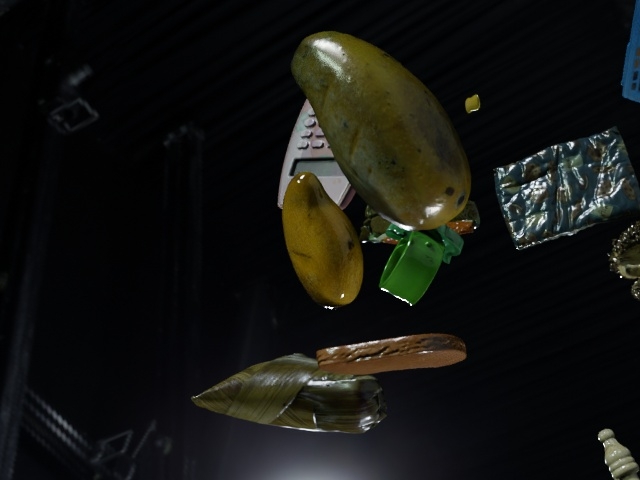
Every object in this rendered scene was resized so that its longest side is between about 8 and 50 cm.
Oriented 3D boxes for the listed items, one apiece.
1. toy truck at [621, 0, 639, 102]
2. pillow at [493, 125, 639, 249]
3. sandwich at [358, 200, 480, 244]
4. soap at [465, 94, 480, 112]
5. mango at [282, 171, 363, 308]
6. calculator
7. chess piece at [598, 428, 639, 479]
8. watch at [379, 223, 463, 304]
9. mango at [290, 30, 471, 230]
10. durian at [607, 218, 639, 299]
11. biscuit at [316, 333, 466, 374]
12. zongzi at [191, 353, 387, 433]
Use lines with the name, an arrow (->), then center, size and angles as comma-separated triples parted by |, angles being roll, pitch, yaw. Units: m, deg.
toy truck -> 0.703, -0.453, 1.677 | 0.161, 0.162, 0.385 | -47, -36, -43
pillow -> 0.465, -0.098, 1.629 | 0.034, 0.255, 0.189 | 40, -144, -59
sandwich -> 0.256, -0.061, 2.028 | 0.212, 0.292, 0.109 | 10, -108, -41
soap -> 0.329, -0.295, 1.853 | 0.089, 0.012, 0.034 | -163, 66, -82
mango -> 0.004, 0.000, 1.606 | 0.108, 0.157, 0.262 | -12, -93, -34
calculator -> 0.027, -0.211, 1.770 | 0.048, 0.220, 0.330 | 29, -109, -45
chess piece -> 0.323, 0.244, 0.912 | 0.035, 0.035, 0.092 | 34, -152, -54
watch -> 0.169, 0.042, 1.532 | 0.131, 0.165, 0.152 | 27, -112, -6
mango -> 0.087, -0.163, 1.207 | 0.175, 0.176, 0.330 | -20, -99, -60
durian -> 0.631, 0.037, 1.557 | 0.196, 0.167, 0.196 | 11, -122, -19
biscuit -> 0.106, 0.165, 1.204 | 0.186, 0.192, 0.036 | 31, -129, -67
zongzi -> -0.056, 0.295, 1.599 | 0.288, 0.286, 0.134 | 1, -90, -42
